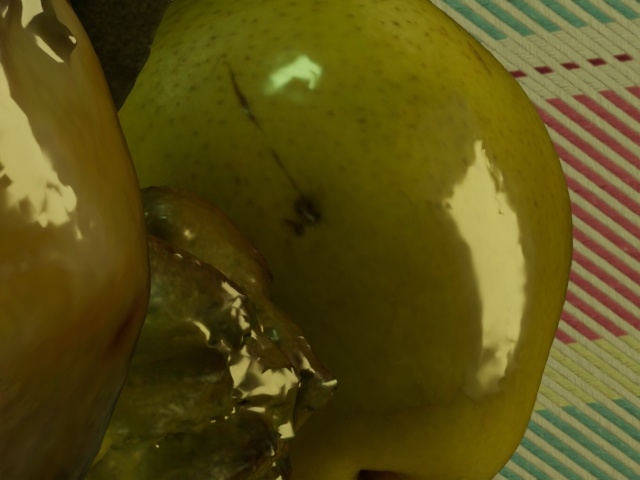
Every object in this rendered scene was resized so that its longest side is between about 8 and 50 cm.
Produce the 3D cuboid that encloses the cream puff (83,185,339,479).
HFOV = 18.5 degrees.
[{"bbox_3d":[-0.100,0.091,1.105,0.244,0.196,0.244,50,11,-13],"label":"cream puff"}]

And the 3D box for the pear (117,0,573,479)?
[{"bbox_3d":[0.000,0.000,1.365,0.362,0.362,0.418,76,1,-59],"label":"pear"}]

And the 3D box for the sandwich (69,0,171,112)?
[{"bbox_3d":[-0.130,-0.153,0.964,0.185,0.109,0.160,-52,-149,30],"label":"sandwich"}]

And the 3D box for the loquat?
[{"bbox_3d":[-0.136,-0.002,0.587,0.227,0.179,0.179,82,2,-48],"label":"loquat"}]
